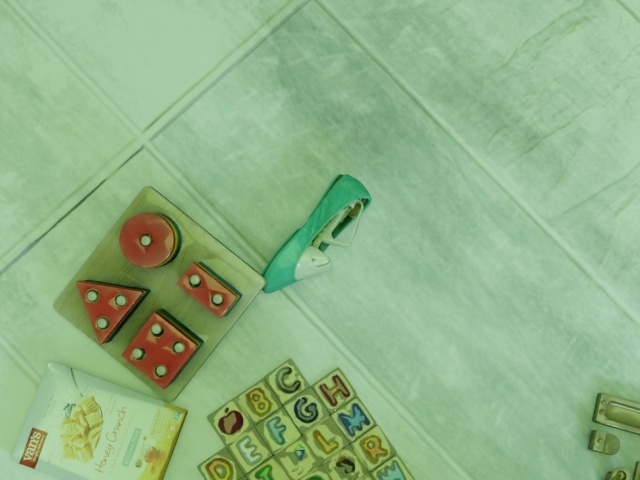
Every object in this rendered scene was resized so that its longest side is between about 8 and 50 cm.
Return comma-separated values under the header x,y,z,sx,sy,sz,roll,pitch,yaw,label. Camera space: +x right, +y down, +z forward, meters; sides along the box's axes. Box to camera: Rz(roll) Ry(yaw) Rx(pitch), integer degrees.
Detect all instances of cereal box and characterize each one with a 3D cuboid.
x,y,z,sx,sy,sz,roll,pitch,yaw,label
-0.355,0.314,1.856,0.240,0.047,0.173,19,79,0,cereal box

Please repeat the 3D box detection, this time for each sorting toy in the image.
x,y,z,sx,sy,sz,roll,pitch,yaw,label
-0.267,0.087,1.852,0.255,0.089,0.257,39,94,4,sorting toy

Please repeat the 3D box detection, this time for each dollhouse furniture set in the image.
x,y,z,sx,sy,sz,roll,pitch,yaw,label
0.518,0.336,1.866,0.144,0.123,0.151,16,79,-1,dollhouse furniture set

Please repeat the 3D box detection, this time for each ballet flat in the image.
x,y,z,sx,sy,sz,roll,pitch,yaw,label
0.000,0.000,1.910,0.087,0.083,0.247,32,77,25,ballet flat

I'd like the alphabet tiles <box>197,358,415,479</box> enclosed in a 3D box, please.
x,y,z,sx,sy,sz,roll,pitch,yaw,label
-0.022,0.382,1.883,0.285,0.011,0.343,-34,83,-8,alphabet tiles
